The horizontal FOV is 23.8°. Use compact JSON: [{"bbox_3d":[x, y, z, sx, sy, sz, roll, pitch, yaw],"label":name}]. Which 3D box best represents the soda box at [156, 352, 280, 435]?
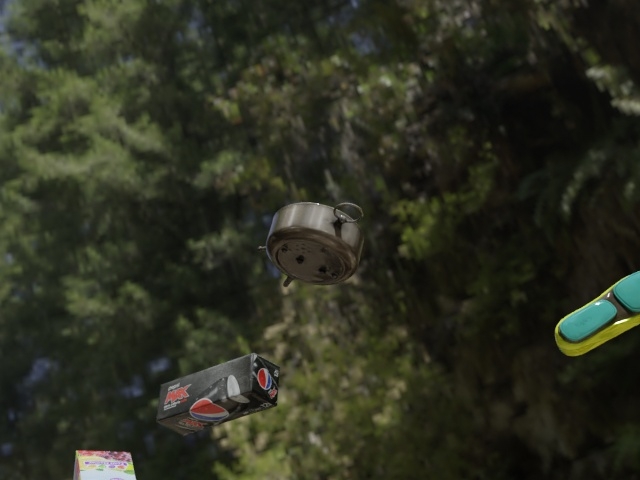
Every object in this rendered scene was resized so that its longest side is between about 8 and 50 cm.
[{"bbox_3d":[-0.133,0.200,1.961,0.169,0.060,0.053,-22,-40,34],"label":"soda box"}]

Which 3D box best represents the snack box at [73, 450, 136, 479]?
[{"bbox_3d":[-0.239,0.349,1.666,0.070,0.207,0.174,4,-76,-12],"label":"snack box"}]

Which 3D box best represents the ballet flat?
[{"bbox_3d":[0.471,0.115,2.403,0.231,0.077,0.077,-27,-36,-11],"label":"ballet flat"}]

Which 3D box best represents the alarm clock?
[{"bbox_3d":[0.000,0.000,2.052,0.129,0.064,0.192,26,-39,-15],"label":"alarm clock"}]
